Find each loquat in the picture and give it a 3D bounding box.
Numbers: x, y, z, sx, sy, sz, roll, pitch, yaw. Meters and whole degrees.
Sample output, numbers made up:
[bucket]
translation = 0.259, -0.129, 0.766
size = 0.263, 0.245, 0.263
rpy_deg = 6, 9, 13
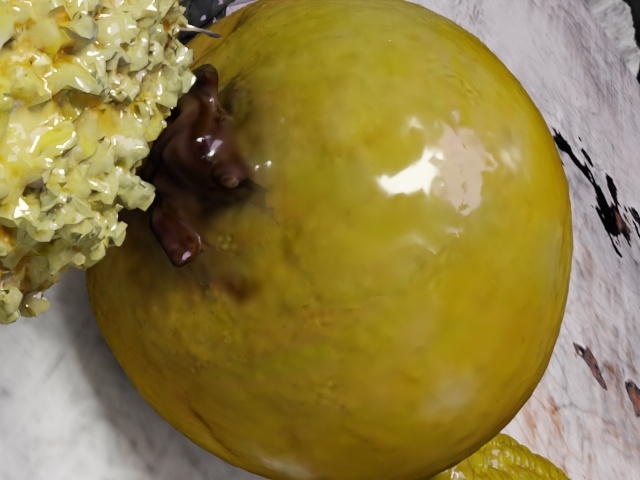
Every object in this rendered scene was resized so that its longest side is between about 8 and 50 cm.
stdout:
[loquat]
translation = 0.000, 0.000, 0.566
size = 0.244, 0.244, 0.244
rpy_deg = 44, 28, -31

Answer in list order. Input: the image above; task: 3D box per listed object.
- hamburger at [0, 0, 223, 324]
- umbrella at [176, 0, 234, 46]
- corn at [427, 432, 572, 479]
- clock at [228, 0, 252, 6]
[hamburger]
translation = -0.152, -0.067, 0.378
size = 0.261, 0.139, 0.243
rpy_deg = -51, 124, -25
[umbrella]
translation = -0.172, -0.152, 0.542
size = 0.337, 0.128, 0.154
rpy_deg = 5, 28, -46
[corn]
translation = 0.087, 0.152, 0.721
size = 0.262, 0.097, 0.097
rpy_deg = 27, 39, -51
[clock]
translation = -0.066, -0.288, 0.666
size = 0.338, 0.339, 0.102
rpy_deg = 38, 26, -39
